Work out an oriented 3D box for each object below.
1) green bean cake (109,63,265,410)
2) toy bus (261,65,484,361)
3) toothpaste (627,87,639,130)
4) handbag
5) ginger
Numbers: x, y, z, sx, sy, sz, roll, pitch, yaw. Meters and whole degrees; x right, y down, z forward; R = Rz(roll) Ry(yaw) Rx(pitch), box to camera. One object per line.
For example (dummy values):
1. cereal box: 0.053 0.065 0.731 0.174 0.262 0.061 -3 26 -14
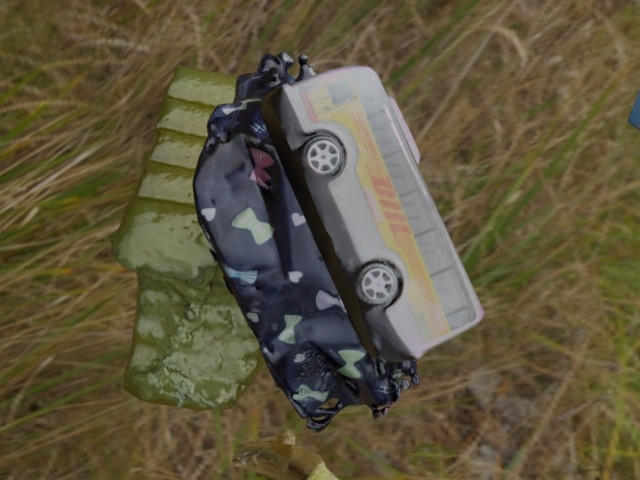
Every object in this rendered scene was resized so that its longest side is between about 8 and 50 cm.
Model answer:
1. green bean cake: -0.089 0.005 1.182 0.124 0.236 0.233 11 51 4
2. toy bus: 0.030 -0.017 0.799 0.072 0.057 0.172 -24 92 -8
3. toothpaste: 0.281 -0.034 0.752 0.053 0.272 0.066 -1 119 -35
4. handbag: 0.000 0.000 0.981 0.162 0.113 0.260 -74 143 -60
5. ginger: -0.029 0.239 1.466 0.044 0.137 0.057 -6 113 -52
